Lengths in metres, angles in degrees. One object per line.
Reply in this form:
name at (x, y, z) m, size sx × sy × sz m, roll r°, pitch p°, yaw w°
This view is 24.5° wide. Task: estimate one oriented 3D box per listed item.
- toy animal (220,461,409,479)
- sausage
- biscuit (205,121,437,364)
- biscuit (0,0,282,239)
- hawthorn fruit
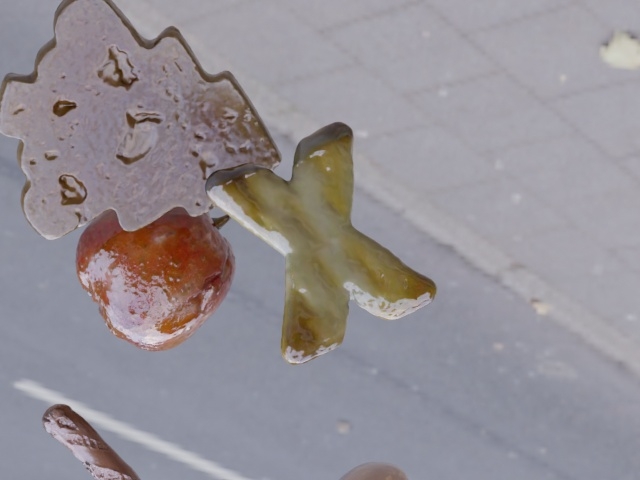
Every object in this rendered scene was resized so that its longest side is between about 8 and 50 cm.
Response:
toy animal at (0.010, 0.344, 1.655) m, size 0.256 × 0.195 × 0.213 m, roll -18°, pitch 162°, yaw -14°
sausage at (-0.221, 0.224, 1.482) m, size 0.158 × 0.036 × 0.042 m, roll 45°, pitch 149°, yaw 14°
biscuit at (-0.001, 0.001, 1.426) m, size 0.164 × 0.208 × 0.047 m, roll -24°, pitch 167°, yaw -10°
biscuit at (-0.188, -0.111, 1.542) m, size 0.301 × 0.278 × 0.043 m, roll 15°, pitch -160°, yaw -15°
hawthorn fruit at (-0.171, 0.022, 1.670) m, size 0.200 × 0.179 × 0.179 m, roll -29°, pitch 155°, yaw -8°
